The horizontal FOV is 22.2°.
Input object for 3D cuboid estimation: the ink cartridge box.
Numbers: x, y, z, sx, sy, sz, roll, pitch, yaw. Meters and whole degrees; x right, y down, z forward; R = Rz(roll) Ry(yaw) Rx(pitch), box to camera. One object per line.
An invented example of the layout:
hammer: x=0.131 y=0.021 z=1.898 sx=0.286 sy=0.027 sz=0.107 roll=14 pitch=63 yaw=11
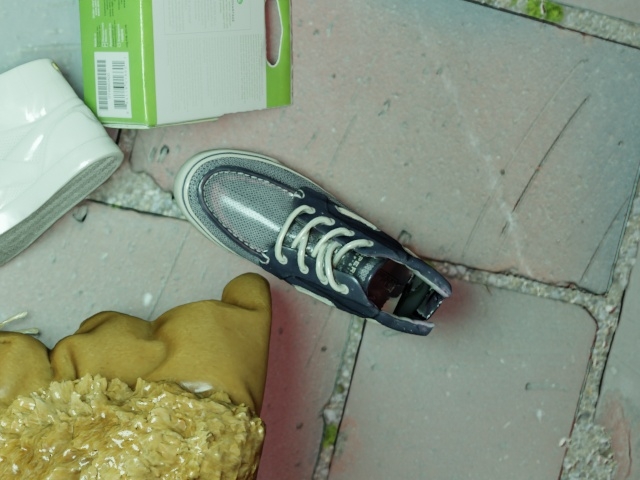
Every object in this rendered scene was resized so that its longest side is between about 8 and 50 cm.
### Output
ink cartridge box: x=-0.145 y=-0.231 z=1.833 sx=0.255 sy=0.097 sz=0.189 roll=-13 pitch=105 yaw=-51

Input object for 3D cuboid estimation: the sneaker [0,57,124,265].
sneaker: x=-0.369 y=-0.073 z=1.780 sx=0.292 sy=0.108 sz=0.169 roll=-36 pitch=78 yaw=10

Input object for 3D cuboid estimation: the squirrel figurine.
squirrel figurine: x=-0.251 y=0.185 z=1.706 sx=0.370 sy=0.397 sz=0.281 roll=10 pitch=105 yaw=-7

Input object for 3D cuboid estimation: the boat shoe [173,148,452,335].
boat shoe: x=0.000 y=0.000 z=1.874 sx=0.340 sy=0.158 sz=0.127 roll=26 pitch=90 yaw=-21
